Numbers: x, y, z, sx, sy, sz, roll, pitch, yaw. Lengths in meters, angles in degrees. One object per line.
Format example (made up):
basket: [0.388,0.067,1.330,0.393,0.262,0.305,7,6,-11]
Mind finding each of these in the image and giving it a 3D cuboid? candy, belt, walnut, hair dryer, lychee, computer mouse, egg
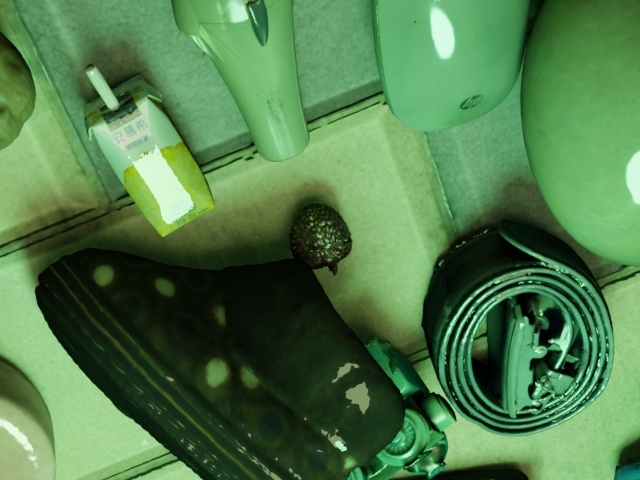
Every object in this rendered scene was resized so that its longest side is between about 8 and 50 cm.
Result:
candy: [-0.412,0.229,1.569,0.255,0.094,0.255,-6,121,-10]
belt: [0.222,0.098,1.634,0.206,0.116,0.267,-15,125,1]
walnut: [-0.345,-0.144,1.347,0.140,0.140,0.162,-42,130,12]
hair dryer: [-0.009,-0.214,1.421,0.298,0.119,0.296,-10,129,-23]
lychee: [0.000,0.000,1.551,0.067,0.068,0.083,-14,104,-5]
computer mouse: [0.131,-0.214,1.396,0.159,0.097,0.288,-16,144,-11]
egg: [0.324,-0.138,1.438,0.258,0.258,0.352,-10,129,-8]

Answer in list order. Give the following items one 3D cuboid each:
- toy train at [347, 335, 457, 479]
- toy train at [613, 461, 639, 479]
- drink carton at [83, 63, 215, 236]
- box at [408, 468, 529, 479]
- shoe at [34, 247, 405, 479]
toy train: [0.042,0.215,1.630,0.203,0.163,0.112,-38,156,7]
toy train: [0.502,0.347,1.751,0.265,0.188,0.300,7,160,-12]
drink carton: [-0.183,-0.103,1.443,0.084,0.074,0.200,-28,121,2]
box: [0.127,0.420,1.824,0.290,0.073,0.289,-7,121,-10]
shoe: [-0.095,0.108,1.506,0.384,0.171,0.237,41,73,5]
